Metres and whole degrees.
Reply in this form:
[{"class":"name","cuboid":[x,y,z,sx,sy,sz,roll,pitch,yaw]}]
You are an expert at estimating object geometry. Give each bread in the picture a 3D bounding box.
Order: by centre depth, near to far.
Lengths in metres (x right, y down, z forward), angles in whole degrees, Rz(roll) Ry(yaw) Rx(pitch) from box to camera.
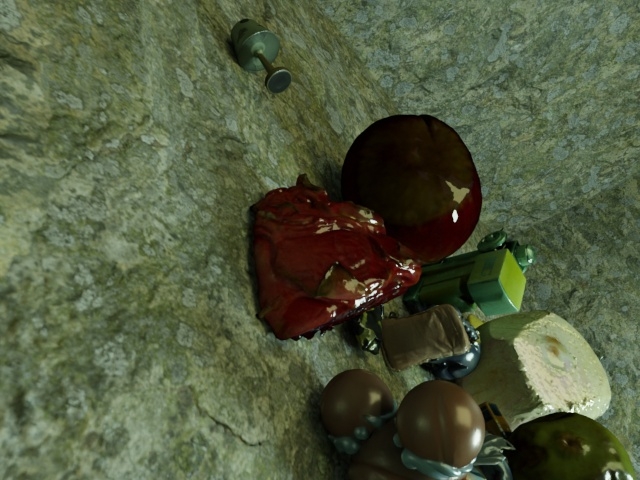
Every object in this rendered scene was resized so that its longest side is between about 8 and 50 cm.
[{"class":"bread","cuboid":[0.602,0.367,1.835,0.149,0.065,0.187,38,34,-19]}]

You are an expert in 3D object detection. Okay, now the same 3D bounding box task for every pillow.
[{"class":"pillow","cuboid":[0.245,0.230,1.154,0.034,0.211,0.135,84,-8,-57]}]

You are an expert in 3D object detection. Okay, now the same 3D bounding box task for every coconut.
[{"class":"coconut","cuboid":[0.575,0.412,1.409,0.404,0.405,0.404,44,29,-32]}]

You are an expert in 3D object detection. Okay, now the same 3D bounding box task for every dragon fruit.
[{"class":"dragon fruit","cuboid":[0.008,-0.004,0.905,0.286,0.228,0.329,1,64,-60]}]

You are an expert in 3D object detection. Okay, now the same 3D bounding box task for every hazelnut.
[{"class":"hazelnut","cuboid":[0.234,-0.137,1.346,0.402,0.402,0.429,10,52,-59]}]

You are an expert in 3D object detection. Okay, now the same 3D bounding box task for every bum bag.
[{"class":"bum bag","cuboid":[0.110,0.173,1.098,0.106,0.060,0.232,58,24,-19]}]

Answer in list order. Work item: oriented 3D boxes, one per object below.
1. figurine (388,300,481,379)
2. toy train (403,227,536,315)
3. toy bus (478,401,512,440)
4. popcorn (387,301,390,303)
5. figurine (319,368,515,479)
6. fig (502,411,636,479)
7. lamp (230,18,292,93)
[{"class":"figurine","cuboid":[0.311,0.264,1.273,0.265,0.197,0.175,37,69,-46]},{"class":"toy train","cuboid":[0.421,0.115,1.418,0.160,0.397,0.253,54,45,-18]},{"class":"toy bus","cuboid":[0.330,0.443,1.088,0.091,0.182,0.103,29,31,-48]},{"class":"popcorn","cuboid":[0.149,0.135,1.234,0.084,0.084,0.084,44,29,-32]},{"class":"figurine","cuboid":[0.191,0.378,0.828,0.388,0.277,0.248,31,61,-43]},{"class":"fig","cuboid":[0.488,0.481,0.964,0.239,0.240,0.271,-86,164,-51]},{"class":"lamp","cuboid":[-0.149,-0.475,1.239,0.121,0.121,0.214,16,36,-57]}]
